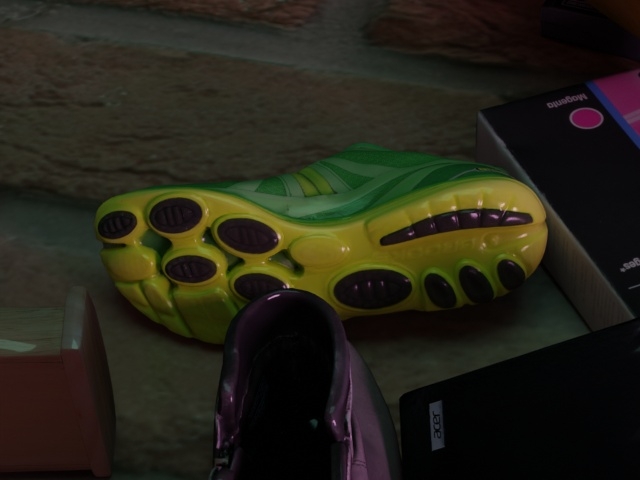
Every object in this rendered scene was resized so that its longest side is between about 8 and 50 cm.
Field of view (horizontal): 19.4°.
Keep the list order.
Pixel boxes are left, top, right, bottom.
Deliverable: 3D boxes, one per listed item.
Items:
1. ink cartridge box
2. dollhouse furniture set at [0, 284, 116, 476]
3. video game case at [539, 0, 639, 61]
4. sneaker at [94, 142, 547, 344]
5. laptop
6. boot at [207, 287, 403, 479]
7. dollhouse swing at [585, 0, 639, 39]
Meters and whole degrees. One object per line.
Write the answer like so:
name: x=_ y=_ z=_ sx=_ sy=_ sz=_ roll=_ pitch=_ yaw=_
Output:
ink cartridge box: x=0.254 y=0.016 z=1.218 sx=0.175 sy=0.069 sz=0.371 roll=-16 pitch=44 yaw=-14
dollhouse furniture set: x=-0.230 y=-0.043 z=1.142 sx=0.198 sy=0.286 sz=0.303 roll=-2 pitch=52 yaw=1
video game case: x=0.349 y=-0.205 z=1.492 sx=0.274 sy=0.035 sz=0.248 roll=17 pitch=44 yaw=23
sneaker: x=0.000 y=0.000 z=1.239 sx=0.295 sy=0.109 sz=0.123 roll=-2 pitch=17 yaw=4
laptop: x=0.195 y=0.176 z=1.030 sx=0.264 sy=0.136 sz=0.234 roll=13 pitch=51 yaw=-19
boot: x=-0.008 y=0.104 z=1.002 sx=0.118 sy=0.223 sz=0.338 roll=-6 pitch=40 yaw=-2
dollhouse swing: x=0.297 y=-0.308 z=1.353 sx=0.305 sy=0.315 sz=0.347 roll=-37 pitch=36 yaw=-2
